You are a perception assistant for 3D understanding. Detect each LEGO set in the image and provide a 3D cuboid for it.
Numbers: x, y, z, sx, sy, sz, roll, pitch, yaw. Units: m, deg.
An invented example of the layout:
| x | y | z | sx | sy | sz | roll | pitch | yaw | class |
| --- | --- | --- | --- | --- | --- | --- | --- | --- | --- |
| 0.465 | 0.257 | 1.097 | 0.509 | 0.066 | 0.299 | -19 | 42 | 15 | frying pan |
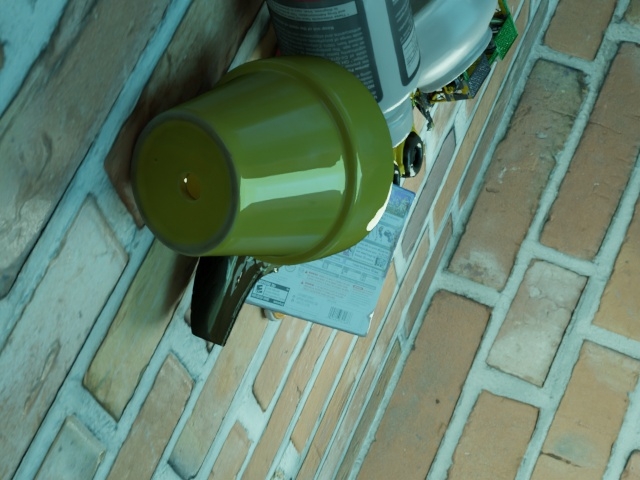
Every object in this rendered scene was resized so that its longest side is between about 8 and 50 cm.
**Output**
| x | y | z | sx | sy | sz | roll | pitch | yaw | class |
| --- | --- | --- | --- | --- | --- | --- | --- | --- | --- |
| 0.211 | -0.389 | 2.301 | 0.255 | 0.192 | 0.331 | 56 | 45 | -35 | LEGO set |

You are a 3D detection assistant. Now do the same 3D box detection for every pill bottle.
| x | y | z | sx | sy | sz | roll | pitch | yaw | class |
| --- | --- | --- | --- | --- | --- | --- | --- | --- | --- |
| 0.033 | -0.263 | 1.585 | 0.176 | 0.176 | 0.318 | -60 | 149 | -35 | pill bottle |

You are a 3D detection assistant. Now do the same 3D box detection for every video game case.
| x | y | z | sx | sy | sz | roll | pitch | yaw | class |
| --- | --- | --- | --- | --- | --- | --- | --- | --- | --- |
| 0.000 | 0.000 | 1.894 | 0.269 | 0.061 | 0.244 | 20 | 91 | -41 | video game case |

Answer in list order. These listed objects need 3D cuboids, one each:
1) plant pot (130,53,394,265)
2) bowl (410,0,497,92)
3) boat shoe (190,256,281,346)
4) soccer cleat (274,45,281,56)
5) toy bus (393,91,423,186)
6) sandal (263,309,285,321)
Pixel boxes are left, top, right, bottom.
| x | y | z | sx | sy | sz | roll | pitch | yaw | class |
| --- | --- | --- | --- | --- | --- | --- | --- | --- | --- |
| -0.082 | -0.082 | 1.445 | 0.239 | 0.254 | 0.254 | -19 | 129 | -52 | plant pot |
| 0.165 | -0.319 | 1.882 | 0.298 | 0.134 | 0.298 | -39 | -163 | 15 | bowl |
| -0.077 | -0.009 | 1.675 | 0.324 | 0.120 | 0.122 | -70 | -161 | -1 | boat shoe |
| 0.009 | -0.305 | 1.768 | 0.248 | 0.083 | 0.095 | -54 | 154 | -40 | soccer cleat |
| 0.073 | -0.186 | 2.051 | 0.220 | 0.149 | 0.211 | -48 | 140 | -50 | toy bus |
| -0.040 | 0.046 | 2.042 | 0.265 | 0.076 | 0.102 | 94 | 22 | -46 | sandal |
